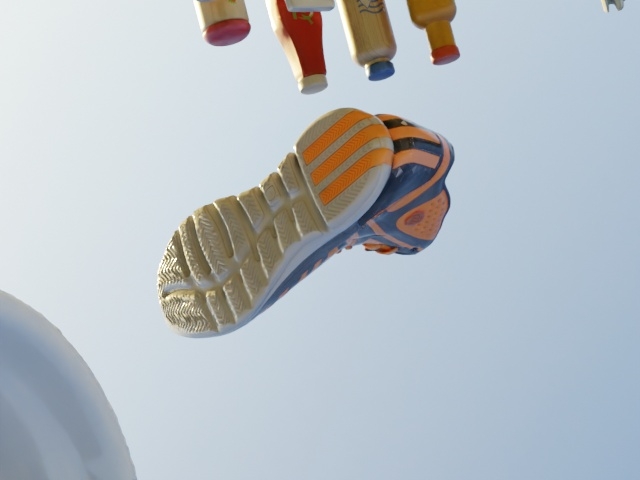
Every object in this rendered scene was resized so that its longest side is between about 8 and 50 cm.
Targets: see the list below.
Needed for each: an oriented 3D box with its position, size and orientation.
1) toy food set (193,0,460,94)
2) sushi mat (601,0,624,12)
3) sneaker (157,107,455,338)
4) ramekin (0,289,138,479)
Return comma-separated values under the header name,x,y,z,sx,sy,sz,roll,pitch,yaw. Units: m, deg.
name,x,y,z,sx,sy,sz,roll,pitch,yaw
toy food set,-0.006,-0.177,1.031,0.232,0.105,0.111,-7,166,-33
sushi mat,0.129,-0.247,0.595,0.019,0.316,0.151,10,-106,25
sneaker,0.000,0.000,1.187,0.321,0.180,0.125,-33,-114,35
ramekin,-0.189,0.157,0.493,0.135,0.277,0.277,-7,-146,23
